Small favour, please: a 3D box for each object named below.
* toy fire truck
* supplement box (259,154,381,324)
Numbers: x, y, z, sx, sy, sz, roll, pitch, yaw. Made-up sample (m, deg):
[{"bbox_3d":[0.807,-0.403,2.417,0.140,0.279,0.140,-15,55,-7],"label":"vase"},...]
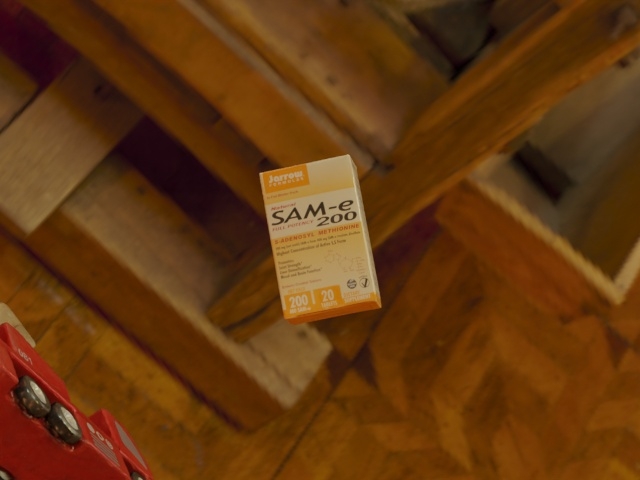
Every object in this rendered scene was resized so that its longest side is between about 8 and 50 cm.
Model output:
[{"bbox_3d":[-0.152,0.056,0.716,0.192,0.047,0.135,51,4,-42],"label":"toy fire truck"},{"bbox_3d":[0.000,0.000,0.998,0.062,0.036,0.098,-12,78,6],"label":"supplement box"}]
